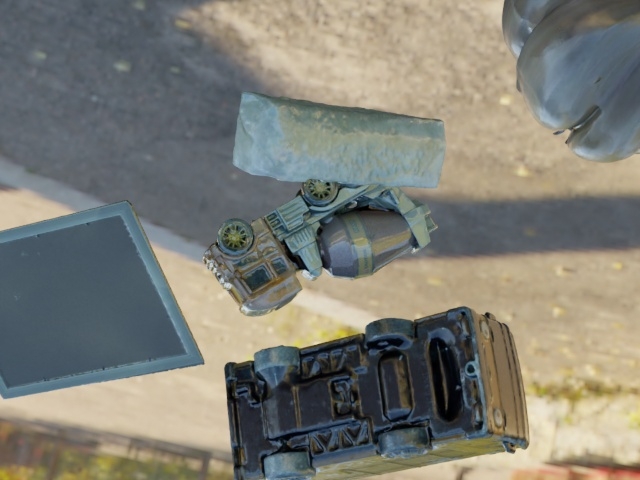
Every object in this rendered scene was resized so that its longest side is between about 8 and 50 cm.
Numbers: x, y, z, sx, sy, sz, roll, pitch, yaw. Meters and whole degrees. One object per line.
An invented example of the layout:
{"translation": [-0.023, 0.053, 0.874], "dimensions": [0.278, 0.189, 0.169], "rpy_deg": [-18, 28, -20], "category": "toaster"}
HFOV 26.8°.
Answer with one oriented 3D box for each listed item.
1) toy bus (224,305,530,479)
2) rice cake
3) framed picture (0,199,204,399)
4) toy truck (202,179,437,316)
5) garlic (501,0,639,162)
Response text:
{"translation": [0.069, 0.190, 1.554], "dimensions": [0.323, 0.161, 0.194], "rpy_deg": [-16, 160, 27], "category": "toy bus"}
{"translation": [0.020, -0.079, 1.113], "dimensions": [0.206, 0.069, 0.063], "rpy_deg": [6, -173, -36], "category": "rice cake"}
{"translation": [-0.283, 0.069, 1.480], "dimensions": [0.274, 0.017, 0.217], "rpy_deg": [-10, 117, 21], "category": "framed picture"}
{"translation": [0.000, 0.000, 1.564], "dimensions": [0.140, 0.257, 0.108], "rpy_deg": [58, 168, 5], "category": "toy truck"}
{"translation": [0.311, -0.206, 1.444], "dimensions": [0.237, 0.210, 0.292], "rpy_deg": [25, 138, -29], "category": "garlic"}
